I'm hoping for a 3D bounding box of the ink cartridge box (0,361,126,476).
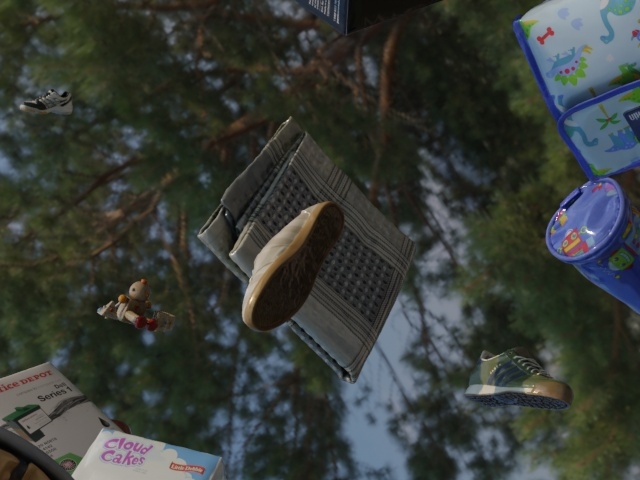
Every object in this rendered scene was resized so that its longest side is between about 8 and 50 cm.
[{"bbox_3d":[-0.391,0.288,1.289,0.219,0.092,0.160,37,-155,20],"label":"ink cartridge box"}]

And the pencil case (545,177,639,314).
[{"bbox_3d":[0.424,0.034,1.191,0.306,0.119,0.133,33,-160,-33],"label":"pencil case"}]

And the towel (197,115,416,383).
[{"bbox_3d":[0.000,0.000,1.359,0.324,0.056,0.312,45,-134,-15],"label":"towel"}]

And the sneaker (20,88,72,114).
[{"bbox_3d":[-0.402,-0.204,1.323,0.032,0.037,0.083,18,-162,37],"label":"sneaker"}]

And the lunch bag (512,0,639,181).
[{"bbox_3d":[0.238,-0.131,0.690,0.151,0.129,0.096,64,-148,-10],"label":"lunch bag"}]

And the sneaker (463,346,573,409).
[{"bbox_3d":[0.281,0.188,1.277,0.064,0.086,0.192,30,158,-25],"label":"sneaker"}]

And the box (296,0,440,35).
[{"bbox_3d":[0.072,-0.304,0.831,0.184,0.261,0.103,45,147,33],"label":"box"}]

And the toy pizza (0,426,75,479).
[{"bbox_3d":[-0.141,0.152,0.286,0.201,0.032,0.201,15,-114,-38],"label":"toy pizza"}]

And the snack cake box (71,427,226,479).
[{"bbox_3d":[-0.188,0.350,1.073,0.089,0.152,0.264,-63,-21,-44],"label":"snack cake box"}]

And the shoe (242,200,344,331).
[{"bbox_3d":[-0.042,0.033,1.180,0.219,0.058,0.076,-54,-51,-34],"label":"shoe"}]

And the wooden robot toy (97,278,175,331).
[{"bbox_3d":[-0.297,0.107,1.521,0.076,0.079,0.173,17,176,38],"label":"wooden robot toy"}]

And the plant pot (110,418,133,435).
[{"bbox_3d":[-0.376,0.445,1.440,0.272,0.272,0.265,40,-154,-60],"label":"plant pot"}]
